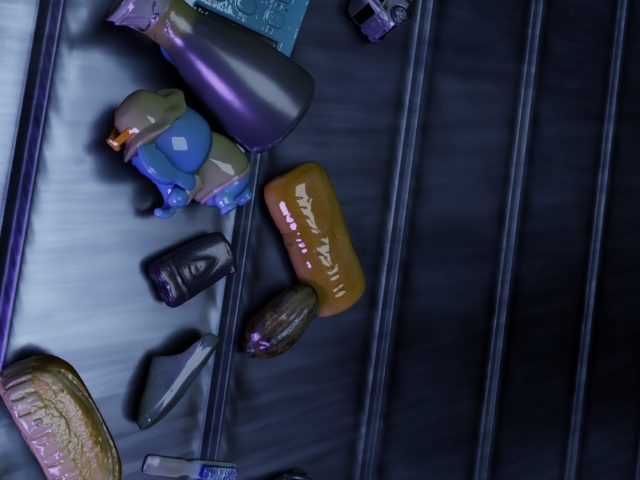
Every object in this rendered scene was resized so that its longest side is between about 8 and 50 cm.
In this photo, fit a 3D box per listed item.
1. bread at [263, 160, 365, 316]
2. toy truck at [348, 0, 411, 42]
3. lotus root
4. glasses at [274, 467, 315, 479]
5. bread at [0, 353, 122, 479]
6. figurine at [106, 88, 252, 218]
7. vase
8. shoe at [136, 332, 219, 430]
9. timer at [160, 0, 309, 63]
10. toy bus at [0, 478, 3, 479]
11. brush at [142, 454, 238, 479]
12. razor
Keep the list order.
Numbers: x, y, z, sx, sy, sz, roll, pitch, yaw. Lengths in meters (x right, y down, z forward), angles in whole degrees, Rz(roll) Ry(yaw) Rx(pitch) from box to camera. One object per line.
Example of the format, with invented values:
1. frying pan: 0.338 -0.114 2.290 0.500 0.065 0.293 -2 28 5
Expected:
1. bread: 0.000 0.000 1.257 0.142 0.091 0.305 -29 107 -25
2. toy truck: 0.159 -0.532 1.340 0.124 0.114 0.253 41 69 -15
3. lotus root: -0.072 0.154 1.208 0.179 0.080 0.089 -42 81 -17
4. glasses: -0.110 0.584 1.232 0.234 0.118 0.268 -8 116 -37
5. bread: -0.380 0.279 0.964 0.106 0.140 0.236 -29 108 -28
6. figurine: -0.221 -0.131 1.057 0.262 0.154 0.180 49 55 -22
7. vase: -0.174 -0.296 1.043 0.321 0.173 0.173 38 71 -32
8. shoe: -0.255 0.226 1.104 0.078 0.079 0.195 39 75 8
9. timer: -0.143 -0.400 1.142 0.232 0.091 0.249 14 90 -35
10. toy bus: -0.465 0.435 0.941 0.083 0.088 0.194 -28 109 -32
11. brush: -0.225 0.406 1.147 0.179 0.030 0.033 19 90 -35
12. razor: -0.218 0.046 1.122 0.148 0.054 0.090 -31 109 -32
